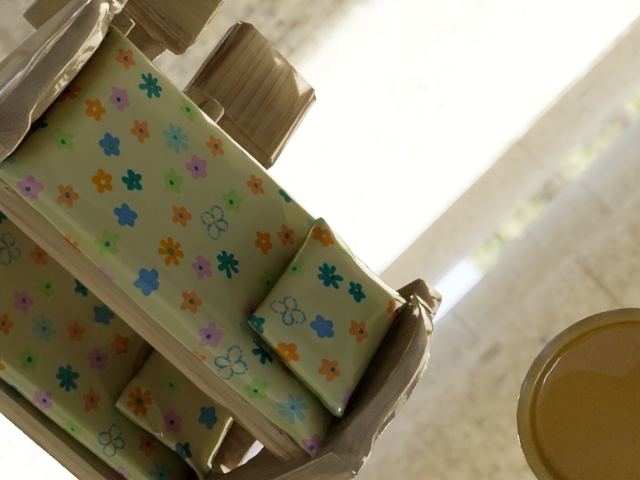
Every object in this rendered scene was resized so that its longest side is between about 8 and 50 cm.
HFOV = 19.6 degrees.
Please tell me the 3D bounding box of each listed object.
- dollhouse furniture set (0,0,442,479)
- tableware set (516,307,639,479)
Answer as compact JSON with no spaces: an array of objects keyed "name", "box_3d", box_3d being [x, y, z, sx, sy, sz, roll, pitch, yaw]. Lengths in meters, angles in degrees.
[{"name":"dollhouse furniture set","box_3d":[0.000,0.000,0.472,0.182,0.101,0.161,43,-133,-16]},{"name":"tableware set","box_3d":[0.058,0.067,0.390,0.024,0.154,0.104,-77,-23,-74]}]
